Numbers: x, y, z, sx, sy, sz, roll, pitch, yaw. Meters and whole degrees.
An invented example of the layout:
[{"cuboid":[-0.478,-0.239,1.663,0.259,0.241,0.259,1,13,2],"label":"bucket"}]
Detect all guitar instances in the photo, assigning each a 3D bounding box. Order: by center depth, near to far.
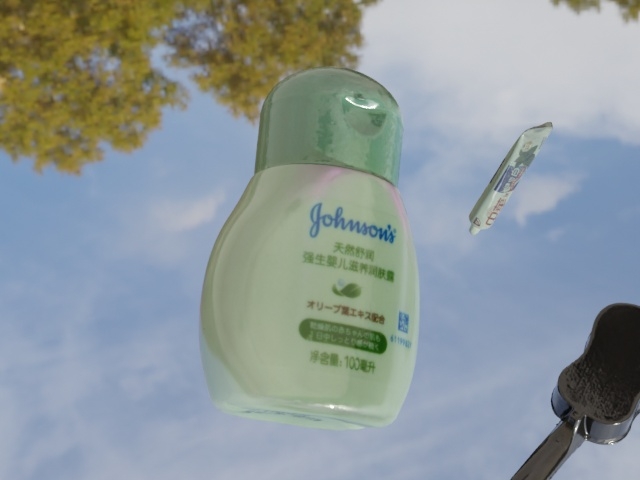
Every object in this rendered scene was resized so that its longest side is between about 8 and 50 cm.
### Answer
[{"cuboid":[0.184,0.151,0.838,0.084,0.038,0.271,35,-118,27],"label":"guitar"}]

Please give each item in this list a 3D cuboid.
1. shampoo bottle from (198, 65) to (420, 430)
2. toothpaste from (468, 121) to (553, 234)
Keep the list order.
[{"cuboid":[0.000,0.000,1.062,0.221,0.350,0.151,13,162,-24],"label":"shampoo bottle"},{"cuboid":[0.277,-0.089,1.662,0.060,0.233,0.038,-14,-125,-35],"label":"toothpaste"}]
